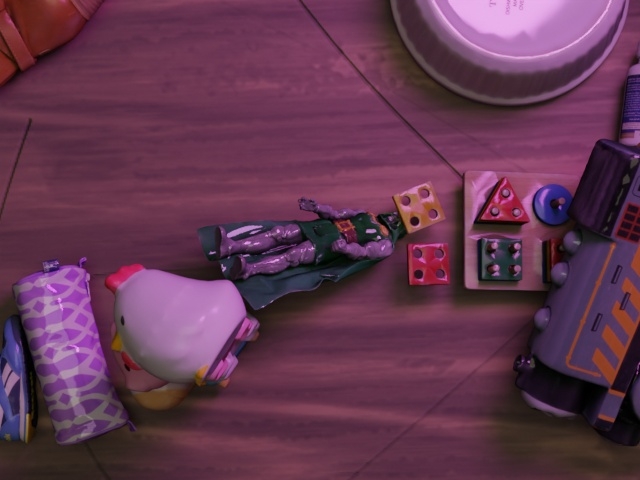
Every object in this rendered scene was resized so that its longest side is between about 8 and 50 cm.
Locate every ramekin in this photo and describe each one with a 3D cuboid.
[{"bbox_3d":[0.211,-0.287,1.351,0.273,0.127,0.272,0,88,1],"label":"ramekin"}]

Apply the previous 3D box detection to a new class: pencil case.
[{"bbox_3d":[-0.275,0.124,1.372,0.088,0.086,0.206,-15,89,-27],"label":"pencil case"}]

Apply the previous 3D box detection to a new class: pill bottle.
[{"bbox_3d":[0.369,-0.157,1.372,0.067,0.067,0.120,7,88,2],"label":"pill bottle"}]

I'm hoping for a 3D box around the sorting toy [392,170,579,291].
[{"bbox_3d":[0.217,-0.012,1.361,0.275,0.046,0.132,2,83,-8],"label":"sorting toy"}]

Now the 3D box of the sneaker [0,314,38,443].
[{"bbox_3d":[-0.350,0.155,1.385,0.059,0.053,0.144,-1,87,3],"label":"sneaker"}]

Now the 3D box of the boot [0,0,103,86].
[{"bbox_3d":[-0.379,-0.325,1.390,0.220,0.109,0.283,-42,95,3],"label":"boot"}]

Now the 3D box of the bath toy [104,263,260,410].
[{"bbox_3d":[-0.148,0.096,1.236,0.129,0.348,0.151,32,81,3],"label":"bath toy"}]

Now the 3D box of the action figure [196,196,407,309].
[{"bbox_3d":[0.000,0.000,1.343,0.232,0.063,0.137,-11,47,-31],"label":"action figure"}]

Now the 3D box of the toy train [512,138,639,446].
[{"bbox_3d":[0.328,0.051,1.297,0.190,0.142,0.333,18,103,-10],"label":"toy train"}]
